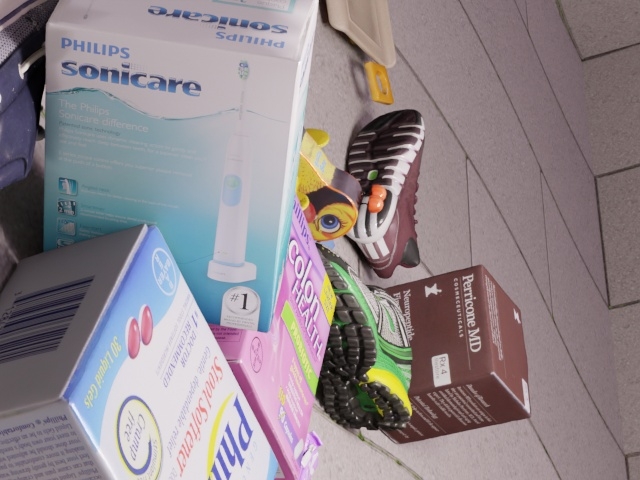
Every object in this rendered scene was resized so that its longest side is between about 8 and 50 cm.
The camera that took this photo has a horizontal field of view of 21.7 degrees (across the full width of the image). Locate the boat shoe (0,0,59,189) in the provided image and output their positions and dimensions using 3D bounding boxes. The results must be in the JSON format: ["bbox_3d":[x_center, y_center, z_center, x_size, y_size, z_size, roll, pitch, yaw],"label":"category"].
[{"bbox_3d":[-0.284,-0.148,1.448,0.340,0.127,0.158,-52,133,-57],"label":"boat shoe"}]

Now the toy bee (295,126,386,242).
[{"bbox_3d":[-0.009,-0.069,2.039,0.298,0.162,0.195,54,27,-45],"label":"toy bee"}]

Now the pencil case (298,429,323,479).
[{"bbox_3d":[-0.052,0.287,1.780,0.086,0.088,0.206,61,25,-29],"label":"pencil case"}]

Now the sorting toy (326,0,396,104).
[{"bbox_3d":[0.046,-0.369,2.568,0.196,0.047,0.347,27,51,-59],"label":"sorting toy"}]

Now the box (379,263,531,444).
[{"bbox_3d":[0.161,0.158,2.271,0.167,0.203,0.168,46,34,-53],"label":"box"}]

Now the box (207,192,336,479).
[{"bbox_3d":[-0.081,0.090,1.703,0.213,0.117,0.243,70,25,-46],"label":"box"}]

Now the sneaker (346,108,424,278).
[{"bbox_3d":[0.103,-0.055,2.442,0.281,0.106,0.162,-67,145,-43],"label":"sneaker"}]

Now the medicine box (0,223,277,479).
[{"bbox_3d":[-0.177,0.182,1.429,0.263,0.149,0.289,-72,142,-56],"label":"medicine box"}]

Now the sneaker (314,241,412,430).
[{"bbox_3d":[0.026,0.101,2.056,0.343,0.134,0.146,63,29,-53],"label":"sneaker"}]

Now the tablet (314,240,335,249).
[{"bbox_3d":[0.000,0.000,2.238,0.083,0.006,0.054,-56,129,-63],"label":"tablet"}]

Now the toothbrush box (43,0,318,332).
[{"bbox_3d":[-0.128,-0.081,1.483,0.126,0.216,0.295,-79,176,-53],"label":"toothbrush box"}]
